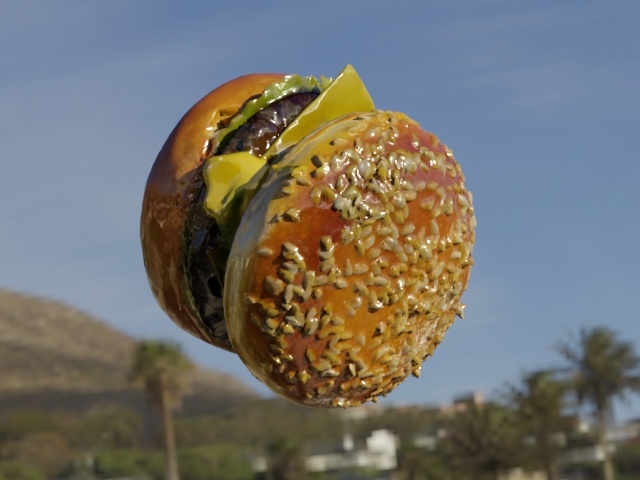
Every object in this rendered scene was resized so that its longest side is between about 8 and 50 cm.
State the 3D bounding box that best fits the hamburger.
[{"bbox_3d":[0.000,0.000,1.672,0.225,0.291,0.291,23,11,41],"label":"hamburger"}]
